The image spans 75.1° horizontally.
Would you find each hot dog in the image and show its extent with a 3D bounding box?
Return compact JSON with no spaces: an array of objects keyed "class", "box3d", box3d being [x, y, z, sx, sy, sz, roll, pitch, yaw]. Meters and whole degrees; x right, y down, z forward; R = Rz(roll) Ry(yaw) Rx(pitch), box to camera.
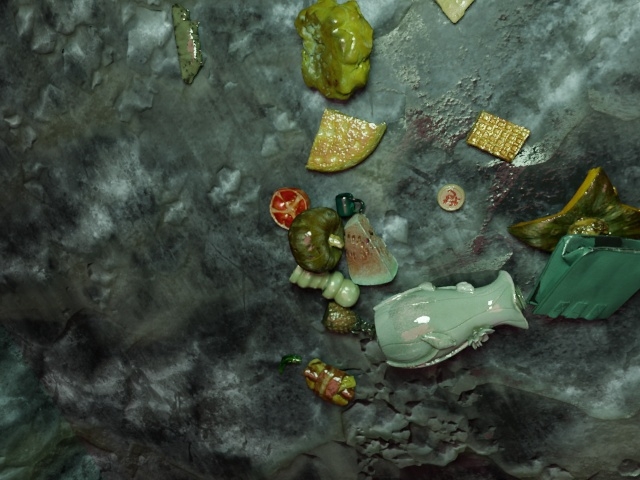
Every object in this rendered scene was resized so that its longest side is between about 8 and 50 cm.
[{"class":"hot dog","box3d":[0.030,0.537,1.565,0.213,0.103,0.146,19,112,11]}]

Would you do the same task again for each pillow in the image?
[{"class":"pillow","box3d":[-0.427,-0.642,1.354,0.093,0.051,0.241,3,107,21]}]

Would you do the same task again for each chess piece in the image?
[{"class":"chess piece","box3d":[0.323,-0.686,1.108,0.200,0.090,0.090,44,114,-12]},{"class":"chess piece","box3d":[0.024,0.141,1.433,0.243,0.133,0.133,29,113,0]},{"class":"chess piece","box3d":[0.400,-0.132,1.276,0.083,0.038,0.084,5,110,14]}]

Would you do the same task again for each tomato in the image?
[{"class":"tomato","box3d":[-0.094,-0.113,1.412,0.155,0.069,0.155,10,115,23]}]

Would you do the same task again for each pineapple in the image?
[{"class":"pineapple","box3d":[0.107,0.288,1.473,0.197,0.108,0.108,19,112,-3]}]

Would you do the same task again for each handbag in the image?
[{"class":"handbag","box3d":[0.747,0.101,1.160,0.268,0.100,0.274,3,130,-9]}]

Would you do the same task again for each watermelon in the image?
[{"class":"watermelon","box3d":[0.148,0.025,1.386,0.154,0.094,0.241,-16,100,30]}]

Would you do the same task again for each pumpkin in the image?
[{"class":"pumpkin","box3d":[0.000,0.000,1.304,0.162,0.219,0.219,6,109,33]},{"class":"pumpkin","box3d":[0.738,-0.039,1.174,0.258,0.095,0.290,36,123,-10]}]

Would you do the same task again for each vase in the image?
[{"class":"vase","box3d":[0.400,0.239,1.298,0.445,0.250,0.250,-20,100,18]}]

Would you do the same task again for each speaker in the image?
[{"class":"speaker","box3d":[0.093,-0.114,1.351,0.094,0.060,0.075,9,115,49]}]

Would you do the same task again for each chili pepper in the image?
[{"class":"chili pepper","box3d":[-0.129,0.478,1.631,0.118,0.035,0.055,-33,79,19]}]

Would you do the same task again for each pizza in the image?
[{"class":"pizza","box3d":[0.062,-0.323,1.306,0.292,0.058,0.197,-28,96,21]}]

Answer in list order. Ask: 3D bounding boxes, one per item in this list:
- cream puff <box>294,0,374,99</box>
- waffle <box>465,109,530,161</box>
[{"class":"cream puff","box3d":[0.051,-0.550,1.187,0.282,0.185,0.282,40,149,31]},{"class":"waffle","box3d":[0.503,-0.299,1.188,0.148,0.042,0.102,26,111,7]}]
